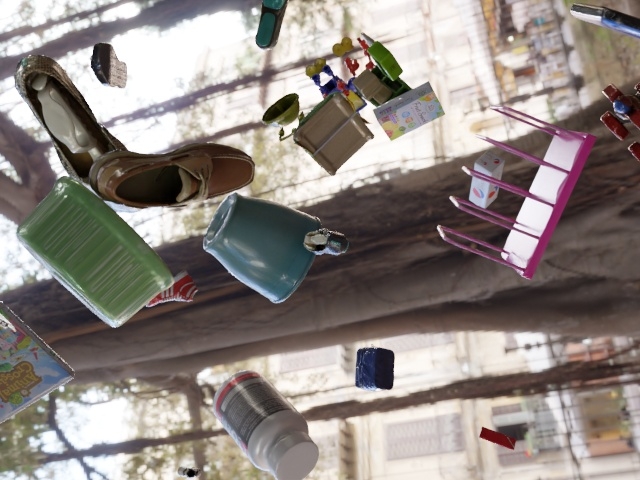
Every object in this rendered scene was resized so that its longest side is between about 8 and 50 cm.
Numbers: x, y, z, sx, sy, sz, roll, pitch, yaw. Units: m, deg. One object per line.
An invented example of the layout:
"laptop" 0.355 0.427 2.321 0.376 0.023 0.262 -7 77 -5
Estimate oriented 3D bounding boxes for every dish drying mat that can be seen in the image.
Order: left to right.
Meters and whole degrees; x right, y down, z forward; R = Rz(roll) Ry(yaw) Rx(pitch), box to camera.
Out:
"dish drying mat" 0.413 0.461 1.780 0.008 0.083 0.032 98 -165 -49

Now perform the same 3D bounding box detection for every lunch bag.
"lunch bag" 0.109 0.263 1.584 0.067 0.065 0.098 21 -114 -41

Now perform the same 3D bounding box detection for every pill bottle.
"pill bottle" -0.141 0.494 2.021 0.318 0.176 0.176 35 159 49

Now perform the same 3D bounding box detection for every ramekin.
"ramekin" -0.447 0.031 1.496 0.148 0.303 0.303 -48 -44 -17

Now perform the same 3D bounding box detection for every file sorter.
"file sorter" 0.371 -0.107 1.512 0.202 0.182 0.290 -80 11 -79

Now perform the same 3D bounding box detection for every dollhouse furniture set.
"dollhouse furniture set" 0.054 -0.329 1.833 0.151 0.301 0.197 50 -174 39

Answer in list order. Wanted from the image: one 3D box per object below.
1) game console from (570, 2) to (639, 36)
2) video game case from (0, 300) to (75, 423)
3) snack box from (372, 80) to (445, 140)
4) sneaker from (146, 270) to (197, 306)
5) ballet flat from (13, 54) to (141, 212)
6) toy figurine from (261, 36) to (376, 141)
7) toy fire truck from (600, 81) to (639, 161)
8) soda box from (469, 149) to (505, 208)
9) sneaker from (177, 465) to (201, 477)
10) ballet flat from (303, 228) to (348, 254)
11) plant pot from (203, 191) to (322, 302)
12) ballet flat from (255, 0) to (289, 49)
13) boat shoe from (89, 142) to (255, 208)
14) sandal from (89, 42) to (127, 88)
"game console" 0.599 -0.422 1.302 0.293 0.250 0.173 -72 0 -70
"video game case" -0.590 0.231 1.381 0.193 0.212 0.023 53 -167 -24
"snack box" 0.202 -0.292 1.736 0.100 0.141 0.037 43 -155 -57
"sneaker" -0.334 0.128 1.729 0.067 0.118 0.042 52 175 2
"ballet flat" -0.589 -0.235 1.895 0.482 0.164 0.182 58 179 -26
"toy figurine" 0.043 -0.372 2.164 0.217 0.363 0.191 42 -167 -49
"toy fire truck" 0.931 -0.342 2.199 0.302 0.169 0.254 52 -158 16
"soda box" 0.548 -0.199 2.525 0.069 0.074 0.216 38 159 24
"sneaker" -0.331 0.603 1.971 0.083 0.037 0.031 28 -109 -54
"ballet flat" 0.000 0.000 1.958 0.203 0.074 0.074 4 112 65
"plant pot" -0.177 0.001 2.134 0.255 0.271 0.271 28 -139 -21
"ballet flat" -0.128 -0.628 2.101 0.068 0.072 0.213 -27 -43 -73
"boat shoe" -0.270 -0.112 1.469 0.120 0.324 0.122 35 127 50
"sandal" -0.525 -0.417 1.870 0.254 0.055 0.097 157 118 -87
